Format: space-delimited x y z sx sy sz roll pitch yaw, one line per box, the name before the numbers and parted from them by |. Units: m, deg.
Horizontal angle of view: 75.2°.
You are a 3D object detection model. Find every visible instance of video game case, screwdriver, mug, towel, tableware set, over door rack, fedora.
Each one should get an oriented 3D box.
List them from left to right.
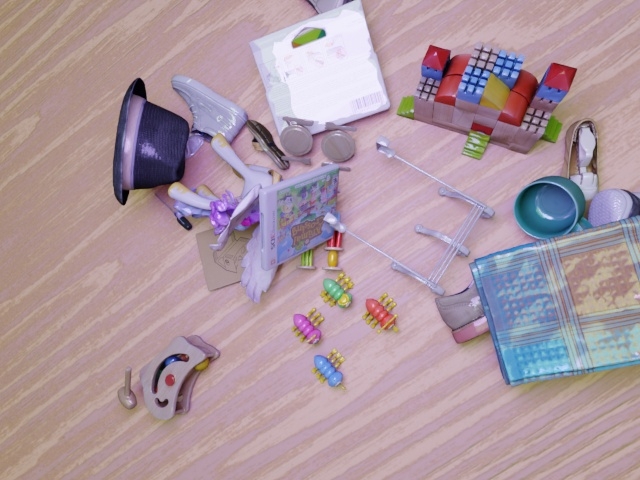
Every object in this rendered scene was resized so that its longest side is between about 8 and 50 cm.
fedora | -0.419 -0.239 1.059 0.152 0.334 0.335 7 85 -19
screwdriver | -0.425 -0.089 1.192 0.170 0.024 0.025 45 124 16
video game case | -0.043 -0.053 0.912 0.023 0.212 0.194 32 133 34
tableware set | -0.006 -0.255 1.062 0.193 0.128 0.039 10 43 2
over door rack | 0.205 -0.056 0.977 0.324 0.108 0.240 33 87 1
mug | 0.513 -0.065 0.917 0.129 0.097 0.158 -22 92 48
towel | 0.508 0.118 0.803 0.369 0.040 0.272 -18 85 20

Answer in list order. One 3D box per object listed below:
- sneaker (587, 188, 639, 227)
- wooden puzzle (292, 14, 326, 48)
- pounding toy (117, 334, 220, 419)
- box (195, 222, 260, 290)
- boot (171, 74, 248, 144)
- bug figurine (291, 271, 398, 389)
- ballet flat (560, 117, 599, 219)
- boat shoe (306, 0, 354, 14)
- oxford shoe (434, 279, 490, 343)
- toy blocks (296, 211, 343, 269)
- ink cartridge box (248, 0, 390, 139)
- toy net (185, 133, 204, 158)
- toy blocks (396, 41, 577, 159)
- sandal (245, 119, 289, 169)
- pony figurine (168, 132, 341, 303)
sneaker | 0.689 0.070 0.849 0.209 0.137 0.367 -5 90 7
wooden puzzle | 0.019 -0.499 1.121 0.220 0.044 0.239 -22 79 10
pounding toy | -0.397 0.368 1.063 0.269 0.155 0.154 -43 72 5
box | -0.231 0.032 1.132 0.201 0.021 0.165 -17 80 10
boot | -0.337 -0.358 1.161 0.258 0.095 0.124 30 84 14
bug figurine | 0.047 0.215 1.019 0.216 0.072 0.279 42 94 14
ballet flat | 0.585 -0.162 0.934 0.079 0.073 0.233 0 84 14
boat shoe | 0.011 -0.676 1.114 0.112 0.095 0.336 -46 52 34
oxford shoe | 0.418 0.087 0.922 0.348 0.123 0.130 -35 74 7
toy blocks | 0.000 0.000 1.064 0.123 0.054 0.148 2 84 13
ink cartridge box | 0.001 -0.417 1.058 0.295 0.066 0.262 -16 103 11
toy net | -0.448 -0.245 1.202 0.231 0.045 0.122 -15 80 11
toy blocks | 0.356 -0.317 0.909 0.380 0.261 0.191 23 89 15
sandal | -0.152 -0.256 1.129 0.049 0.072 0.180 -41 80 28
pony figurine | -0.174 -0.079 1.002 0.363 0.303 0.351 23 63 19
